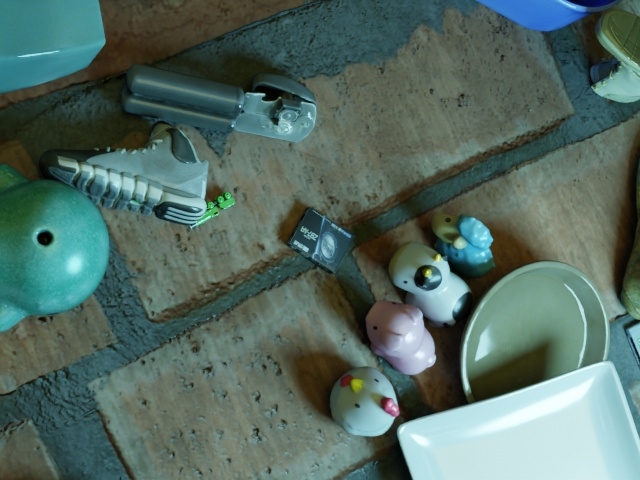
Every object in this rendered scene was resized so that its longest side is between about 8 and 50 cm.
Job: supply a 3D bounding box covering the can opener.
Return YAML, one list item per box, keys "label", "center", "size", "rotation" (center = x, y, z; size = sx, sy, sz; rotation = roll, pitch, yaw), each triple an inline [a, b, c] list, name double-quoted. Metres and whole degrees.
- label: "can opener"
  center: [-0.141, -0.207, 1.369]
  size: [0.284, 0.076, 0.095]
  rotation: [10, 46, -19]

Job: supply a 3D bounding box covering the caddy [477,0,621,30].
- label: "caddy"
  center: [0.355, -0.495, 1.535]
  size: [0.341, 0.179, 0.241]
  rotation: [23, 75, -17]

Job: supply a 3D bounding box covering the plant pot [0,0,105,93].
- label: "plant pot"
  center: [-0.408, -0.282, 1.218]
  size: [0.234, 0.166, 0.165]
  rotation: [-9, 85, -28]

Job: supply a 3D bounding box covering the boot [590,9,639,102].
- label: "boot"
  center: [0.495, -0.294, 1.564]
  size: [0.213, 0.165, 0.077]
  rotation: [25, 79, -22]

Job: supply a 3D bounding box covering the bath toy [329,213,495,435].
- label: "bath toy"
  center: [0.130, 0.124, 1.380]
  size: [0.151, 0.129, 0.348]
  rotation: [38, 71, -12]

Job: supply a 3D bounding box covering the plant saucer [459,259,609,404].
- label: "plant saucer"
  center: [0.324, 0.164, 1.459]
  size: [0.278, 0.041, 0.277]
  rotation: [-5, 101, -25]

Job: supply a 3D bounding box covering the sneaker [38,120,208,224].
- label: "sneaker"
  center: [-0.259, -0.112, 1.299]
  size: [0.229, 0.086, 0.132]
  rotation: [18, 65, -20]

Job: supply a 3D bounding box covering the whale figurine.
- label: "whale figurine"
  center: [-0.400, 0.005, 1.184]
  size: [0.272, 0.141, 0.216]
  rotation: [3, 81, -20]

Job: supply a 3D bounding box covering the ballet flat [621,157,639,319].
- label: "ballet flat"
  center: [0.588, -0.034, 1.588]
  size: [0.123, 0.123, 0.348]
  rotation: [20, 75, -17]

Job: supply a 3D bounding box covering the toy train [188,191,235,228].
- label: "toy train"
  center: [-0.158, -0.042, 1.353]
  size: [0.083, 0.017, 0.023]
  rotation: [-32, 105, -22]

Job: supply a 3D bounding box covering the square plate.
- label: "square plate"
  center: [0.319, 0.386, 1.386]
  size: [0.348, 0.049, 0.343]
  rotation: [-15, 82, -9]

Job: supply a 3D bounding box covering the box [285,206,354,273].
- label: "box"
  center: [0.000, 0.000, 1.406]
  size: [0.083, 0.018, 0.067]
  rotation: [35, 71, -13]

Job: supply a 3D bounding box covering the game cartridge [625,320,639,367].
- label: "game cartridge"
  center: [0.547, 0.176, 1.594]
  size: [0.056, 0.017, 0.083]
  rotation: [-23, 91, -26]
